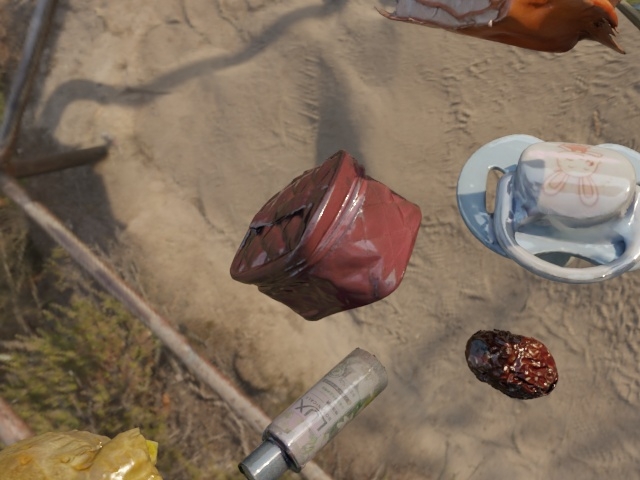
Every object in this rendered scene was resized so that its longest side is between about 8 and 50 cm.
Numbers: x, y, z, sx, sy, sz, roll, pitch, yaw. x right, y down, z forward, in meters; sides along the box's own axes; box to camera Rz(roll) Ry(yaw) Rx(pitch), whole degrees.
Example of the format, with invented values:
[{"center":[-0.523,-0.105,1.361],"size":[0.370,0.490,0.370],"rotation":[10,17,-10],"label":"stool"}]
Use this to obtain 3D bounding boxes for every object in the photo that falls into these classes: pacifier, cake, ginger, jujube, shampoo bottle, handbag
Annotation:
[{"center":[0.326,-0.020,1.040],"size":[0.287,0.238,0.226],"rotation":[3,151,9],"label":"pacifier"},{"center":[0.142,-0.238,0.706],"size":[0.287,0.135,0.098],"rotation":[28,114,42],"label":"cake"},{"center":[-0.186,0.185,0.503],"size":[0.157,0.216,0.102],"rotation":[-15,101,38],"label":"ginger"},{"center":[0.287,0.183,1.168],"size":[0.166,0.104,0.104],"rotation":[30,123,-25],"label":"jujube"},{"center":[-0.007,0.220,0.940],"size":[0.072,0.214,0.072],"rotation":[36,148,27],"label":"shampoo bottle"},{"center":[0.000,0.000,0.880],"size":[0.135,0.146,0.225],"rotation":[33,153,-19],"label":"handbag"}]

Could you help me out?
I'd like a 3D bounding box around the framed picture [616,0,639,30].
[{"center":[0.350,-0.210,0.684],"size":[0.149,0.109,0.011],"rotation":[-9,126,2],"label":"framed picture"}]
